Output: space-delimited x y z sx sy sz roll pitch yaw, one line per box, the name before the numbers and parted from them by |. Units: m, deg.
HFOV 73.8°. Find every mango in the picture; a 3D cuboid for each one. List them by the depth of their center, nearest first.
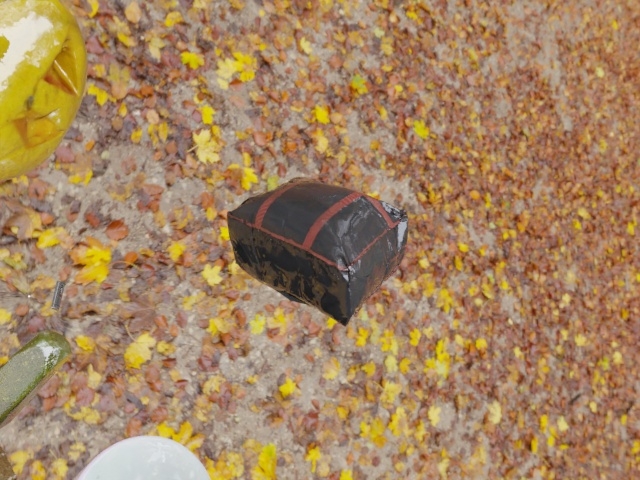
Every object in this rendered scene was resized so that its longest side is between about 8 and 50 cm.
mango | -0.545 -0.257 0.729 0.182 0.253 0.365 38 100 4

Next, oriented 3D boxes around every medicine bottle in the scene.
medicine bottle | -0.343 0.508 0.731 0.252 0.241 0.253 33 27 -19

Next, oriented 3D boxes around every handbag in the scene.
handbag | 0.000 0.000 0.588 0.169 0.215 0.156 -38 140 -41

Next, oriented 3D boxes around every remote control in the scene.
remote control | -0.785 0.165 1.280 0.034 0.016 0.091 66 14 -57

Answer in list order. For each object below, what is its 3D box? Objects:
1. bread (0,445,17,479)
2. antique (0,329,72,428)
bread | -0.671 0.464 0.619 0.417 0.165 0.113 -47 147 -18
antique | -0.642 0.295 0.917 0.081 0.080 0.221 41 84 -6
